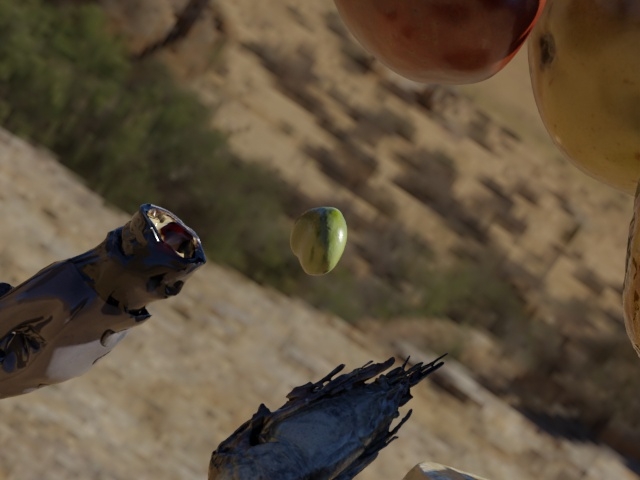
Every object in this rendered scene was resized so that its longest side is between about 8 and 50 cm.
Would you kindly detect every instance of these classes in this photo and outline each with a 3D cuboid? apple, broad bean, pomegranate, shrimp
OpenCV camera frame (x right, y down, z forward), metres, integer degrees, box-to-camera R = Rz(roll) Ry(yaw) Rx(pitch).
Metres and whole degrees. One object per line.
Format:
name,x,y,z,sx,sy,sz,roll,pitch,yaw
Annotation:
apple,0.111,-0.255,1.798,0.234,0.234,0.234,32,12,-7
broad bean,0.000,0.000,1.763,0.045,0.063,0.083,23,1,-13
pomegranate,0.363,-0.187,1.956,0.319,0.319,0.319,32,12,-7
shrimp,0.014,0.142,1.530,0.233,0.090,0.079,-28,24,-30

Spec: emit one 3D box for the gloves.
gloves,-0.233,0.064,1.750,0.142,0.285,0.119,20,48,-63

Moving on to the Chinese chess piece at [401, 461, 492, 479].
Chinese chess piece,0.221,0.352,2.097,0.338,0.140,0.338,21,1,0

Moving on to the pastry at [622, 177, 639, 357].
pastry,0.397,0.023,1.454,0.388,0.312,0.388,37,-28,23
